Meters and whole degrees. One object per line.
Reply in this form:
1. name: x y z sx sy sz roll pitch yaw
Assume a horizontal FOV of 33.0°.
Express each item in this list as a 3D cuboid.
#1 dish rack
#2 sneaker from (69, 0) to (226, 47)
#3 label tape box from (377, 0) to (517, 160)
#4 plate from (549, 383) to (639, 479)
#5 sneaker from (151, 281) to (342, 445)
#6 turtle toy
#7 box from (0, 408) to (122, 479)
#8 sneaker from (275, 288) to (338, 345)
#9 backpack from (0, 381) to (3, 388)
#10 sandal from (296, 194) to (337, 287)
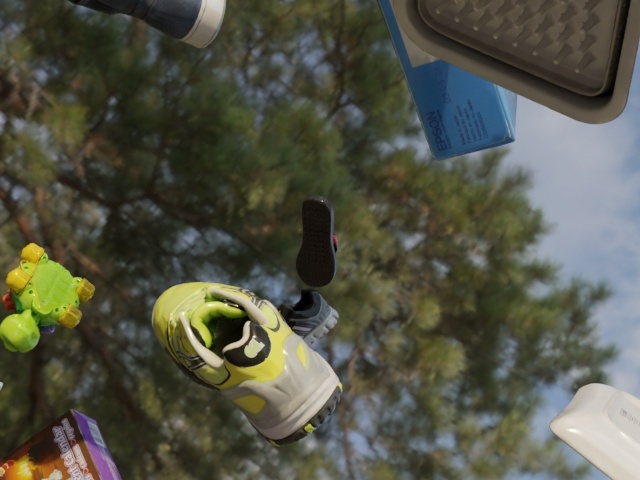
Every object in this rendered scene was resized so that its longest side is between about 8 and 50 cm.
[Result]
1. dish rack: 0.196 -0.289 1.029 0.286 0.072 0.332 29 -33 27
2. sneaker: -0.183 -0.272 0.955 0.163 0.226 0.086 12 -53 -31
3. label tape box: 0.170 -0.276 1.365 0.106 0.333 0.240 -15 -68 19
4. plate: 0.407 0.261 1.243 0.278 0.277 0.045 37 -75 16
5. sneaker: -0.112 0.104 1.310 0.385 0.145 0.147 21 -29 57
6. turtle toy: -0.318 0.071 1.212 0.095 0.130 0.066 39 -58 -17
7. box: -0.280 0.354 1.141 0.293 0.201 0.057 56 4 33
8. sneaker: -0.053 0.131 1.570 0.063 0.170 0.074 14 -42 56
9. backpack: -0.510 0.225 1.517 0.114 0.105 0.084 -40 -74 22
10. sandal: 0.000 0.000 1.697 0.067 0.040 0.179 16 -52 15
